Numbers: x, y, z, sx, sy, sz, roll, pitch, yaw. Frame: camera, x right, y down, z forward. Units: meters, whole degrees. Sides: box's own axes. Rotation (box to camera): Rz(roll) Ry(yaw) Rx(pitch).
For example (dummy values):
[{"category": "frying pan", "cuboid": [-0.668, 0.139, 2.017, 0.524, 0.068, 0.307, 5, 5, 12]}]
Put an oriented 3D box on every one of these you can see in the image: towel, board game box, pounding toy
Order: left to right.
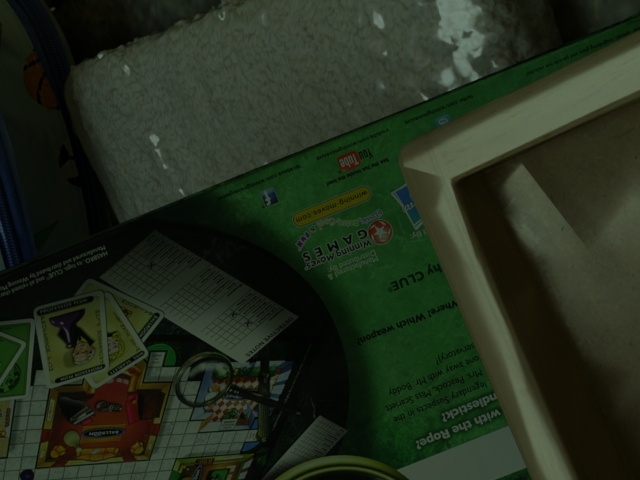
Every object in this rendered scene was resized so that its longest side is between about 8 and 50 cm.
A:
[{"category": "board game box", "cuboid": [-0.007, 0.047, 0.432, 0.030, 0.260, 0.136, -23, -89, -87]}, {"category": "towel", "cuboid": [0.000, 0.000, 0.561, 0.282, 0.049, 0.187, -11, 101, 58]}, {"category": "pounding toy", "cuboid": [0.128, -0.030, 0.318, 0.206, 0.094, 0.181, -25, 88, 39]}]

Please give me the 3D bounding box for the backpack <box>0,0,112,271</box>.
[{"category": "backpack", "cuboid": [-0.210, -0.014, 0.713, 0.263, 0.213, 0.276, 33, 143, 59]}]
